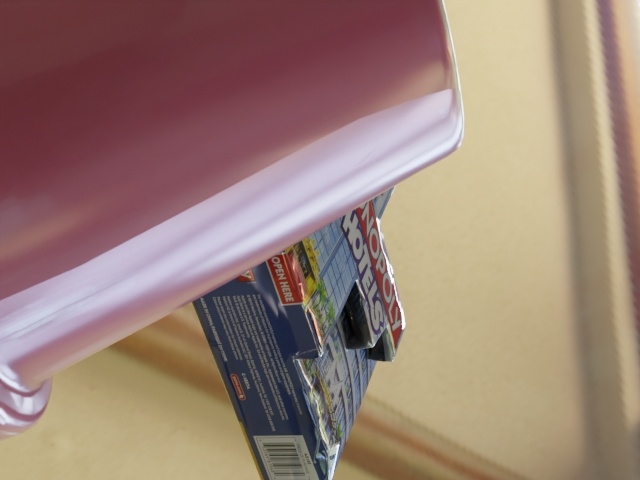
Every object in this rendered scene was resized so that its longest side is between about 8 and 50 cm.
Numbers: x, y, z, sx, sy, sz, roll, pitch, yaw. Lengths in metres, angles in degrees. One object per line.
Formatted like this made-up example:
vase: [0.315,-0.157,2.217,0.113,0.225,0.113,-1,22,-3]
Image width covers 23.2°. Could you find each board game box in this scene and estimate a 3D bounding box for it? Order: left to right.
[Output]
board game box: [0.000,0.000,0.810,0.194,0.060,0.194,-64,-37,-51]

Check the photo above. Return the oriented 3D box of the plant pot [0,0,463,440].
plant pot: [-0.067,-0.058,0.406,0.201,0.180,0.201,163,90,-90]
